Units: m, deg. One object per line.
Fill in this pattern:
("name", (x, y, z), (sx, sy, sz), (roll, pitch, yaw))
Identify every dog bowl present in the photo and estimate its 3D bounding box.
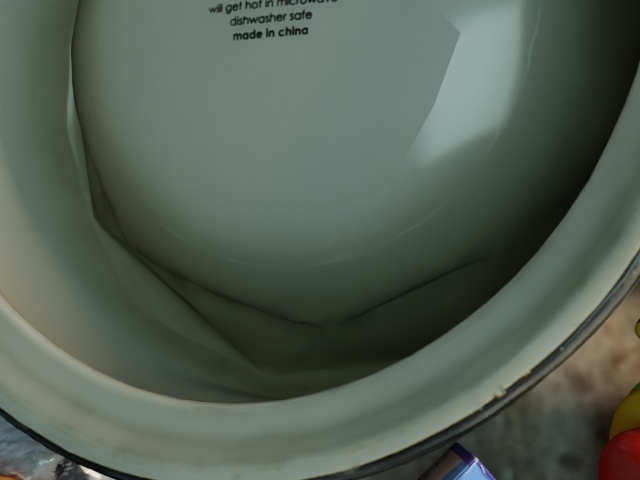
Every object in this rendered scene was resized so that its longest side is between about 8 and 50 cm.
("dog bowl", (-0.011, -0.098, 0.523), (0.407, 0.150, 0.408), (-3, 83, 25))

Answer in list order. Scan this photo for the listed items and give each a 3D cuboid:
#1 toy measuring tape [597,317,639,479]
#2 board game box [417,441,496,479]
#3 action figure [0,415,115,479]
("toy measuring tape", (0.214, 0.178, 0.571), (0.121, 0.121, 0.330), (-15, 84, -1))
("board game box", (0.035, 0.312, 0.600), (0.347, 0.078, 0.233), (-44, 88, -3))
("action figure", (-0.102, 0.217, 0.497), (0.341, 0.178, 0.330), (-16, 67, 20))
